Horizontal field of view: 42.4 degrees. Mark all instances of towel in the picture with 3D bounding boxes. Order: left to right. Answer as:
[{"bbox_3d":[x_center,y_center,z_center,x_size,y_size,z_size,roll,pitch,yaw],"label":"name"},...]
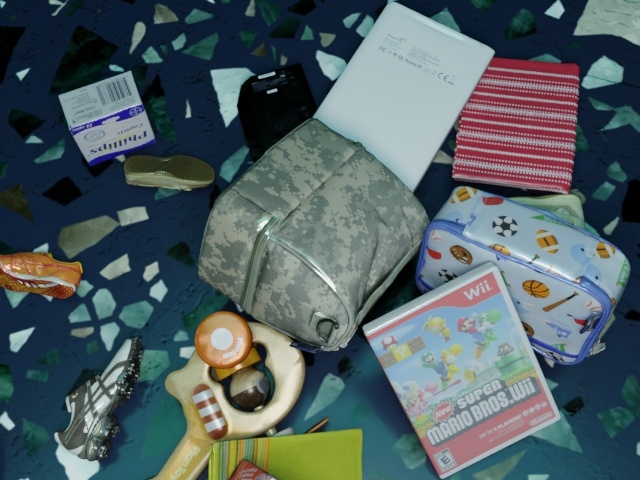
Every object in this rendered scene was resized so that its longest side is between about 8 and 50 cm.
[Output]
[{"bbox_3d":[-0.045,0.328,1.178,0.237,0.021,0.102,1,93,-26],"label":"towel"},{"bbox_3d":[0.339,-0.206,1.421,0.199,0.031,0.274,8,62,11],"label":"towel"}]

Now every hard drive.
[{"bbox_3d":[0.133,-0.243,1.415,0.210,0.040,0.318,29,72,10],"label":"hard drive"}]

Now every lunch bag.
[{"bbox_3d":[0.000,0.000,1.232,0.256,0.212,0.305,31,44,14],"label":"lunch bag"},{"bbox_3d":[0.295,0.062,1.233,0.303,0.243,0.115,28,59,15],"label":"lunch bag"}]

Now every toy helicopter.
[{"bbox_3d":[-0.147,0.289,1.225,0.235,0.140,0.355,36,83,4],"label":"toy helicopter"}]

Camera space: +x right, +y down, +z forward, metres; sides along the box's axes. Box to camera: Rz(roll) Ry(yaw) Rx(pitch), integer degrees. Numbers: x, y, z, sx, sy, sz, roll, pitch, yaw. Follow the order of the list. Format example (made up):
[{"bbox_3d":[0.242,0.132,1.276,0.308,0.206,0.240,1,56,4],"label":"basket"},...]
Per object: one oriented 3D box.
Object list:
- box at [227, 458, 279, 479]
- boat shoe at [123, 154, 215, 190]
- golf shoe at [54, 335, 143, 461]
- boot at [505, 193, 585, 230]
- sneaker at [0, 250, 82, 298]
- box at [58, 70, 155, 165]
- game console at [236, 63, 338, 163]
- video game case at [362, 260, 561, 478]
[{"bbox_3d":[-0.026,0.420,1.097,0.257,0.128,0.122,42,73,-16],"label":"box"},{"bbox_3d":[-0.257,-0.111,1.411,0.153,0.048,0.056,2,56,-6],"label":"boat shoe"},{"bbox_3d":[-0.337,0.230,1.254,0.094,0.077,0.198,17,68,7],"label":"golf shoe"},{"bbox_3d":[0.341,0.015,1.337,0.213,0.077,0.165,-7,69,-10],"label":"boot"},{"bbox_3d":[-0.473,0.047,1.344,0.175,0.064,0.067,14,49,0],"label":"sneaker"},{"bbox_3d":[-0.355,-0.204,1.391,0.126,0.137,0.072,-21,71,-8],"label":"box"},{"bbox_3d":[0.042,-0.227,1.453,0.361,0.044,0.213,-16,71,-6],"label":"game console"},{"bbox_3d":[0.208,0.192,1.181,0.204,0.025,0.285,-27,113,1],"label":"video game case"}]
